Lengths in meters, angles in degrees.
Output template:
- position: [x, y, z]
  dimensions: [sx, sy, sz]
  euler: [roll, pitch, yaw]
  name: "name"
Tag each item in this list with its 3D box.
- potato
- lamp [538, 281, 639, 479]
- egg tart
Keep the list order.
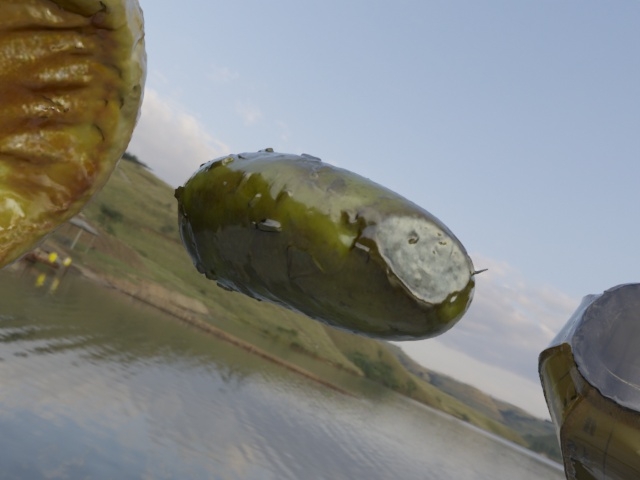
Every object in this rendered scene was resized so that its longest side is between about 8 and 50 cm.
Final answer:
- position: [0.000, 0.000, 0.439]
  dimensions: [0.251, 0.113, 0.149]
  euler: [12, -22, 32]
  name: "potato"
- position: [0.237, 0.127, 0.406]
  dimensions: [0.161, 0.161, 0.185]
  euler: [16, -38, 42]
  name: "lamp"
- position: [-0.300, -0.102, 0.425]
  dimensions: [0.169, 0.388, 0.388]
  euler: [46, -6, 12]
  name: "egg tart"
